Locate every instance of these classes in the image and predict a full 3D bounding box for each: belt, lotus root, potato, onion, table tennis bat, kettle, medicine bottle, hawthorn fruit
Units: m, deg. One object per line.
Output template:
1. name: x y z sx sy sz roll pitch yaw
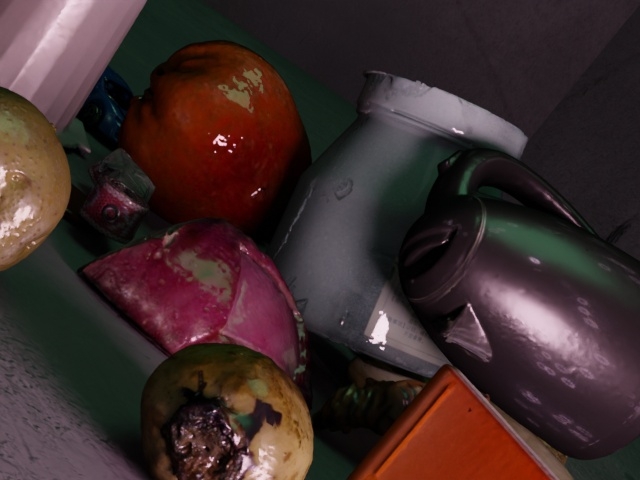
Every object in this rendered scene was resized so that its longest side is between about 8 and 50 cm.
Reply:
1. belt: -0.205 -0.044 1.802 0.071 0.053 0.232 35 8 -11
2. lotus root: -0.070 0.141 1.331 0.138 0.138 0.214 39 -1 -1
3. potato: -0.284 -0.057 1.422 0.157 0.157 0.194 34 -2 -26
4. onion: -0.084 0.057 1.690 0.247 0.111 0.250 38 8 5
5. table tennis bat: -0.267 -0.057 1.796 0.155 0.019 0.098 48 11 34
6. kettle: 0.208 0.042 1.794 0.290 0.207 0.268 34 45 -21
7. medicine bottle: 0.082 -0.021 1.944 0.245 0.290 0.245 22 0 0
8. hawthorn fruit: -0.105 -0.097 2.023 0.261 0.224 0.224 46 7 -19

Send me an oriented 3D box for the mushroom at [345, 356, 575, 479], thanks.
1. mushroom: 0.166 0.219 1.858 0.333 0.107 0.087 43 12 23

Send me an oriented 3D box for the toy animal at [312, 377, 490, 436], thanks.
1. toy animal: 0.121 0.221 1.728 0.255 0.114 0.116 50 33 -3

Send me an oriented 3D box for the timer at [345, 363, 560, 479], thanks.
1. timer: 0.170 0.275 1.502 0.250 0.161 0.257 42 4 -45

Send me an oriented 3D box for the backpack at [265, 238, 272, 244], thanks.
1. backpack: -0.088 -0.061 2.231 0.120 0.106 0.165 49 -8 34

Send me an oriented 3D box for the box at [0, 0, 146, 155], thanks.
1. box: -0.301 -0.247 1.979 0.262 0.206 0.291 43 13 23

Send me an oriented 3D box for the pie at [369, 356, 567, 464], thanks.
1. pie: 0.176 0.177 2.168 0.339 0.083 0.339 35 11 -8

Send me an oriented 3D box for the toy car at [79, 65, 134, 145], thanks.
1. toy car: -0.275 -0.183 2.202 0.216 0.063 0.103 46 11 37
